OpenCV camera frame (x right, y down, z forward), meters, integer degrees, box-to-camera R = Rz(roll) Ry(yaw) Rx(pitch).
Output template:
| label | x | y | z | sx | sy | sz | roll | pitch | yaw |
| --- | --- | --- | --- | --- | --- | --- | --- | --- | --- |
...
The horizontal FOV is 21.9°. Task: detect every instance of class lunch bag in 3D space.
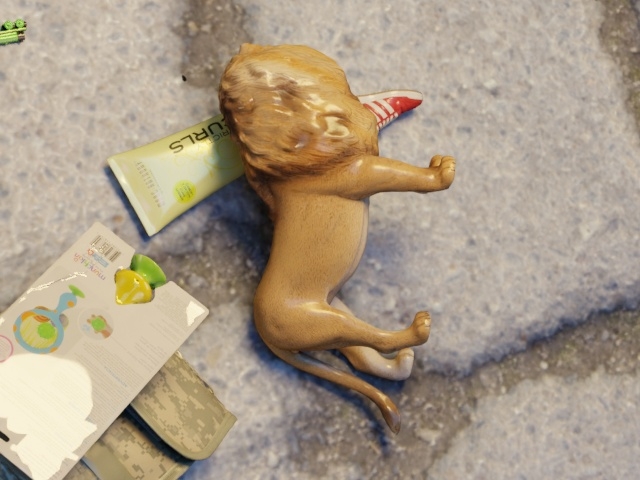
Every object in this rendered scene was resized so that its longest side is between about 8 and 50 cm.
| label | x | y | z | sx | sy | sz | roll | pitch | yaw |
| --- | --- | --- | --- | --- | --- | --- | --- | --- | --- |
| lunch bag | -0.241 | 0.172 | 1.581 | 0.235 | 0.169 | 0.287 | 46 | 59 | -1 |

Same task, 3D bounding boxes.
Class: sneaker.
| label | x | y | z | sx | sy | sz | roll | pitch | yaw |
| --- | --- | --- | --- | --- | --- | --- | --- | --- | --- |
| sneaker | 0.062 | -0.128 | 1.827 | 0.119 | 0.042 | 0.067 | -10 | 77 | -15 |

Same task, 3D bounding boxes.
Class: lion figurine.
| label | x | y | z | sx | sy | sz | roll | pitch | yaw |
| --- | --- | --- | --- | --- | --- | --- | --- | --- | --- |
| lion figurine | 0.000 | 0.000 | 1.698 | 0.240 | 0.142 | 0.392 | 6 | 98 | -4 |

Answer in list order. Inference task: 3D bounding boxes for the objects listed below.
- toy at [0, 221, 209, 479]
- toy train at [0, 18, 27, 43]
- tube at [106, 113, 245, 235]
| label | x | y | z | sx | sy | sz | roll | pitch | yaw |
| --- | --- | --- | --- | --- | --- | --- | --- | --- | --- |
| toy | -0.224 | 0.106 | 1.486 | 0.137 | 0.056 | 0.237 | 39 | 58 | 3 |
| toy train | -0.342 | -0.211 | 1.709 | 0.083 | 0.017 | 0.023 | -13 | 92 | -23 |
| tube | -0.100 | -0.097 | 1.754 | 0.240 | 0.062 | 0.070 | -28 | 48 | -19 |
